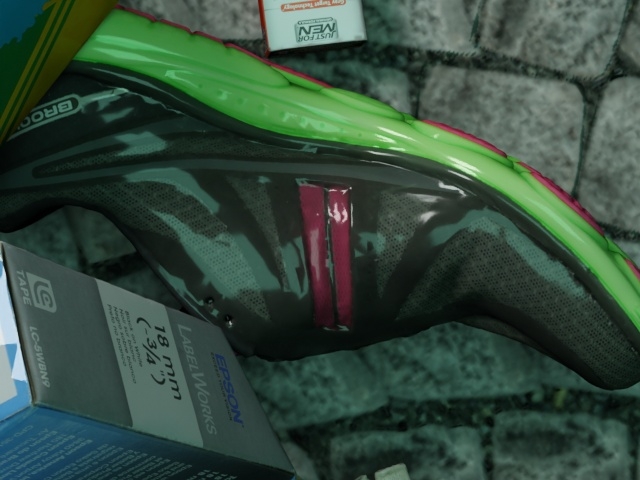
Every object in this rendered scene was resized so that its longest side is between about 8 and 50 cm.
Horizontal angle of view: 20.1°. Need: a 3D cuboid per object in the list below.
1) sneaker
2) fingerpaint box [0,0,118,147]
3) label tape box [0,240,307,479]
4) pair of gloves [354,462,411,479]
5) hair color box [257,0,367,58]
[{"bbox_3d":[0.000,0.000,1.202,0.483,0.185,0.202,21,94,5],"label":"sneaker"},{"bbox_3d":[-0.393,-0.176,1.097,0.445,0.163,0.371,36,85,15],"label":"fingerpaint box"},{"bbox_3d":[-0.172,0.134,1.095,0.240,0.334,0.106,-28,64,20],"label":"label tape box"},{"bbox_3d":[0.004,0.290,1.250,0.240,0.042,0.204,-30,92,-5],"label":"pair of gloves"},{"bbox_3d":[-0.013,-0.202,1.255,0.072,0.043,0.141,-7,89,-6],"label":"hair color box"}]
